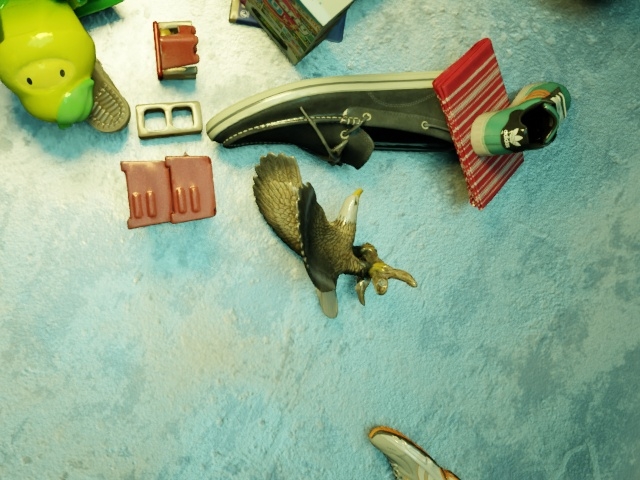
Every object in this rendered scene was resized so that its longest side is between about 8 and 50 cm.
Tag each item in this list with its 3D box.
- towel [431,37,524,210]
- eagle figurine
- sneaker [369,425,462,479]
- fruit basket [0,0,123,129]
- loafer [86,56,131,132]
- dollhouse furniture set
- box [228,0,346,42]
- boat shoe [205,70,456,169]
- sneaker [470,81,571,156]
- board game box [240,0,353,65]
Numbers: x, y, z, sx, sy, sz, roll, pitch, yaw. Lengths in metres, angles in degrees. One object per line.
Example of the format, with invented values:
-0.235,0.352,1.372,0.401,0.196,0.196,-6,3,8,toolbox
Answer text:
0.304,-0.221,1.731,0.199,0.031,0.274,-45,124,-36,towel
0.003,-0.010,1.663,0.298,0.226,0.225,27,57,-33,eagle figurine
0.183,0.468,1.759,0.262,0.099,0.121,40,87,-7,sneaker
-0.485,-0.379,1.494,0.392,0.283,0.391,1,72,-2,fruit basket
-0.436,-0.291,1.655,0.102,0.092,0.268,-37,80,-4,loafer
-0.283,-0.211,1.623,0.152,0.201,0.373,-6,91,-10,dollhouse furniture set
-0.054,-0.466,1.752,0.225,0.036,0.136,8,88,-12,box
0.041,-0.211,1.695,0.501,0.187,0.155,-7,85,-16,boat shoe
0.415,-0.228,1.738,0.302,0.121,0.108,-32,116,-40,sneaker
-0.062,-0.444,1.577,0.097,0.303,0.224,-43,96,-9,board game box
